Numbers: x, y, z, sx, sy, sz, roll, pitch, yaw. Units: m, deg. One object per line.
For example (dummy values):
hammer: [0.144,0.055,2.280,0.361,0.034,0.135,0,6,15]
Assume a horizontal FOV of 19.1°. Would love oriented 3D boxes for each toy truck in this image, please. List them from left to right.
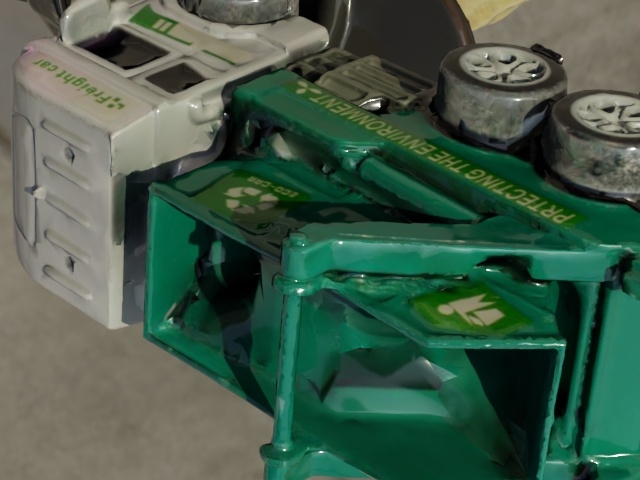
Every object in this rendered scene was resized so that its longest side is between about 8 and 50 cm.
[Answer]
toy truck: [0.000,0.000,0.536,0.216,0.116,0.110,29,127,34]

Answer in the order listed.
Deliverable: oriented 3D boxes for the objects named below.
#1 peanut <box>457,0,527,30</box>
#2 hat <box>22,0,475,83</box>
peanut: [0.131,-0.210,1.295,0.298,0.120,0.136,-15,166,9]
hat: [-0.071,-0.150,1.180,0.336,0.238,0.209,57,155,-4]
